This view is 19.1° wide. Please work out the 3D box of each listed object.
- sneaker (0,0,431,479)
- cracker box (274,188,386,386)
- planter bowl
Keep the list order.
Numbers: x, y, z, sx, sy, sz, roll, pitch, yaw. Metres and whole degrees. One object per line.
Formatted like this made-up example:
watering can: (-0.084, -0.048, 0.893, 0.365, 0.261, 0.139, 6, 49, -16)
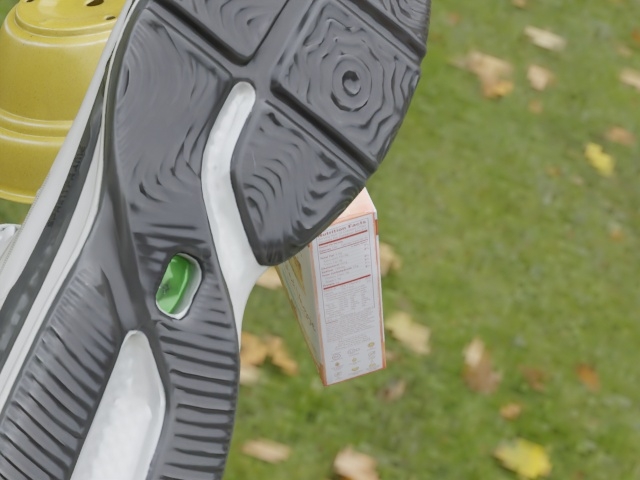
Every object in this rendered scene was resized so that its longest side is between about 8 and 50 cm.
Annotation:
sneaker: (-0.123, -0.025, 1.017, 0.169, 0.447, 0.257, 36, -21, -33)
cracker box: (0.000, 0.000, 1.708, 0.067, 0.232, 0.155, -16, 51, -9)
planter bowl: (-0.132, -0.113, 1.188, 0.217, 0.090, 0.217, -7, 30, 4)
